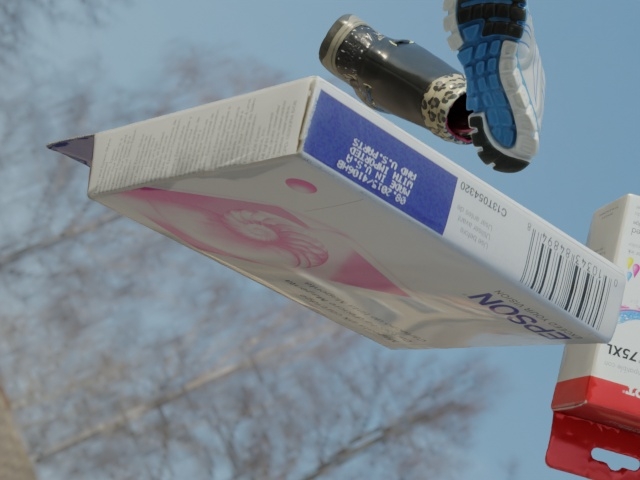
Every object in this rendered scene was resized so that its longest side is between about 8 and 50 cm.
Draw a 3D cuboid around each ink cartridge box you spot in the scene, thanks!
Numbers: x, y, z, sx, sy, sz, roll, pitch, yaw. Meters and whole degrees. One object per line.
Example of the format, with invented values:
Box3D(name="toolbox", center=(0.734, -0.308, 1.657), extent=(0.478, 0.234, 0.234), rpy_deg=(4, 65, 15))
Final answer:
Box3D(name="ink cartridge box", center=(0.281, 0.093, 1.353), extent=(0.078, 0.134, 0.231), rpy_deg=(144, -39, -72))
Box3D(name="ink cartridge box", center=(0.000, 0.000, 1.201), extent=(0.330, 0.324, 0.071), rpy_deg=(-9, -120, 49))

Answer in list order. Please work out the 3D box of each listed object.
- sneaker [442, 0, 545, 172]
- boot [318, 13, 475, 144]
Box3D(name="sneaker", center=(0.152, -0.158, 1.338), extent=(0.071, 0.083, 0.191), rpy_deg=(1, -69, 24))
Box3D(name="boot", center=(0.119, -0.152, 1.718), extent=(0.178, 0.085, 0.236), rpy_deg=(34, 7, 31))
